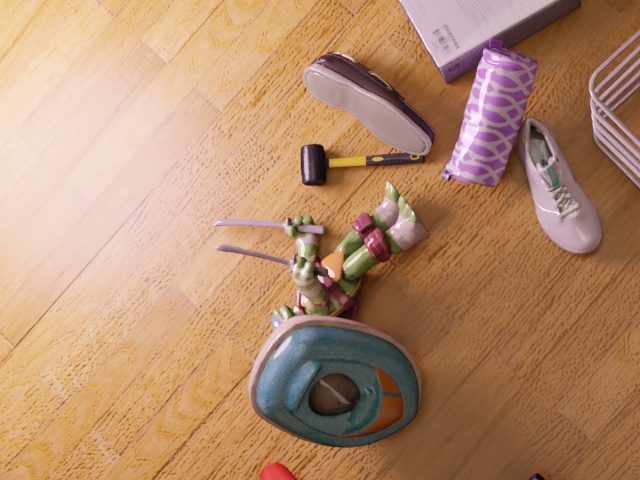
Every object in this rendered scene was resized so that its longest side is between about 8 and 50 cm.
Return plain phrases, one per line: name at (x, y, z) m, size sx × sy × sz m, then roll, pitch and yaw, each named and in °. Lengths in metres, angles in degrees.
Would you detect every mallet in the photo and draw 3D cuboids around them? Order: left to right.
mallet at (0.061, -0.110, 1.791) m, size 0.189 × 0.039 × 0.062 m, roll 3°, pitch 81°, yaw 9°

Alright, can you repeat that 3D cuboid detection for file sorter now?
file sorter at (0.473, -0.169, 1.581) m, size 0.173 × 0.277 × 0.193 m, roll -43°, pitch 75°, yaw 5°

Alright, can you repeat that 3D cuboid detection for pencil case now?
pencil case at (0.244, -0.177, 1.704) m, size 0.086 × 0.088 × 0.206 m, roll 11°, pitch 110°, yaw -22°

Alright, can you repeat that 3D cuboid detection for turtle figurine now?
turtle figurine at (0.000, 0.000, 1.703) m, size 0.266 × 0.198 × 0.275 m, roll -35°, pitch 79°, yaw 1°

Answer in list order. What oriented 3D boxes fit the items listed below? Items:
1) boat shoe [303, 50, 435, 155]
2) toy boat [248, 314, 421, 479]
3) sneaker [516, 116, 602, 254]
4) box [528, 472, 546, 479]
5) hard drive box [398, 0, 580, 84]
boat shoe at (0.083, -0.211, 1.777) m, size 0.227 × 0.081 × 0.069 m, roll 34°, pitch 57°, yaw 14°
toy boat at (0.009, 0.265, 1.655) m, size 0.318 × 0.267 × 0.148 m, roll -66°, pitch 29°, yaw 15°
sneaker at (0.333, -0.078, 1.691) m, size 0.080 × 0.094 × 0.212 m, roll -26°, pitch 77°, yaw 6°
box at (0.285, 0.515, 1.560) m, size 0.294 × 0.183 × 0.296 m, roll -44°, pitch 76°, yaw 4°
hard drive box at (0.240, -0.372, 1.762) m, size 0.232 × 0.089 × 0.181 m, roll -29°, pitch 76°, yaw 7°
